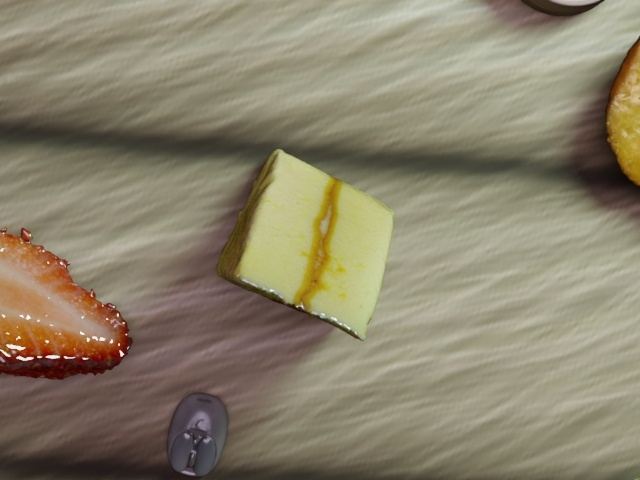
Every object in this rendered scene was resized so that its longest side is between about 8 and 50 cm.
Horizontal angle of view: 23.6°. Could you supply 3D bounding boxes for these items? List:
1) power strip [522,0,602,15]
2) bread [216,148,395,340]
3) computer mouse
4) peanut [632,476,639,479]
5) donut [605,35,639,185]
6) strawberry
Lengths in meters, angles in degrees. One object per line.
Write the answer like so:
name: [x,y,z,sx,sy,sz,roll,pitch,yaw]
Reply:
power strip: [0.283,-0.339,1.772,0.154,0.078,0.154,0,90,-2]
bread: [0.000,0.001,1.647,0.168,0.264,0.163,26,87,-8]
computer mouse: [-0.139,0.220,1.735,0.066,0.039,0.096,14,87,-3]
peanut: [0.338,0.374,1.724,0.125,0.111,0.274,37,86,-6]
donut: [0.446,-0.157,1.735,0.253,0.118,0.253,1,99,5]
strawberry: [-0.347,0.092,1.704,0.236,0.107,0.175,47,48,-1]
